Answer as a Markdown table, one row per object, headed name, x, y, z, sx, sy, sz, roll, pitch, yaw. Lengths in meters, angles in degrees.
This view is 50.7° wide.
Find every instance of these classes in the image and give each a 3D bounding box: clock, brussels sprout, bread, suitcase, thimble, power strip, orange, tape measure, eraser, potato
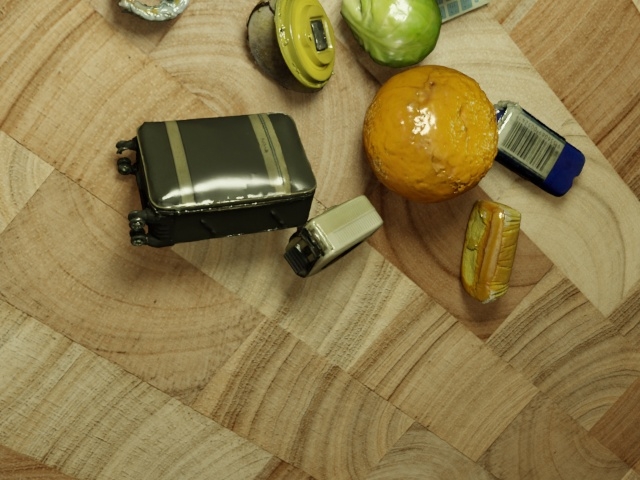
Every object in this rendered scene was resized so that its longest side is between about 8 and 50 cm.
| name | x | y | z | sx | sy | sz | roll | pitch | yaw |
| --- | --- | --- | --- | --- | --- | --- | --- | --- | --- |
| clock | -0.019 | -0.464 | 1.533 | 0.057 | 0.237 | 0.237 | -7 | 121 | 30 |
| brussels sprout | 0.169 | -0.521 | 1.574 | 0.244 | 0.244 | 0.244 | -7 | 112 | -18 |
| bread | 0.488 | 0.026 | 1.940 | 0.119 | 0.152 | 0.288 | -4 | 112 | -25 |
| suitcase | -0.227 | -0.150 | 1.533 | 0.434 | 0.283 | 0.194 | -7 | 146 | -19 |
| thimble | -0.358 | -0.531 | 1.427 | 0.151 | 0.118 | 0.127 | 4 | 109 | -23 |
| power strip | 0.342 | -0.610 | 1.704 | 0.192 | 0.035 | 0.081 | -24 | 116 | -9 |
| orange | 0.258 | -0.257 | 1.656 | 0.340 | 0.293 | 0.341 | 2 | 87 | -36 |
| tape measure | 0.000 | 0.000 | 1.692 | 0.271 | 0.231 | 0.133 | -32 | 85 | -46 |
| eraser | 0.591 | -0.256 | 1.898 | 0.332 | 0.101 | 0.155 | 26 | 98 | -28 |
| potato | -0.095 | -0.466 | 1.584 | 0.120 | 0.100 | 0.261 | -11 | 138 | 26 |
